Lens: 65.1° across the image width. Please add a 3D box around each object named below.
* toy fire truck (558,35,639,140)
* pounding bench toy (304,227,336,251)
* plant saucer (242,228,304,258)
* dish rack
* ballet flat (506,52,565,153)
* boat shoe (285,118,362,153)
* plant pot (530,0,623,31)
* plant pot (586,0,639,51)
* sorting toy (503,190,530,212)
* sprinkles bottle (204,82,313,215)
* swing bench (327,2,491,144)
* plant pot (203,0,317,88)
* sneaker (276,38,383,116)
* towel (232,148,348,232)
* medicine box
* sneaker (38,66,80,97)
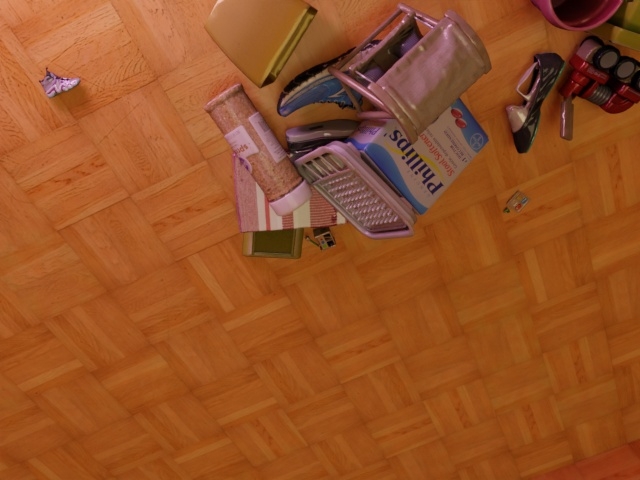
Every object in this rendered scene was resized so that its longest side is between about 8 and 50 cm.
[{"bbox_3d":[0.769,-0.403,1.405,0.217,0.158,0.246,19,126,-17],"label":"toy fire truck"},{"bbox_3d":[0.000,0.000,1.573,0.083,0.052,0.065,-22,119,5],"label":"pounding bench toy"},{"bbox_3d":[-0.143,-0.018,1.550,0.189,0.045,0.188,3,118,-9],"label":"plant saucer"},{"bbox_3d":[0.099,-0.136,1.351,0.333,0.286,0.072,43,72,-15],"label":"dish rack"},{"bbox_3d":[0.585,-0.390,1.417,0.096,0.095,0.280,15,106,-4],"label":"ballet flat"},{"bbox_3d":[0.014,-0.289,1.409,0.220,0.077,0.070,-7,128,-1],"label":"boat shoe"},{"bbox_3d":[0.609,-0.629,1.230,0.202,0.180,0.201,-3,119,-6],"label":"plant pot"},{"bbox_3d":[0.813,-0.592,1.256,0.229,0.227,0.207,11,123,-15],"label":"plant pot"},{"bbox_3d":[0.628,-0.113,1.611,0.062,0.012,0.083,31,111,-21],"label":"sorting toy"},{"bbox_3d":[-0.162,-0.239,1.350,0.121,0.121,0.355,-31,107,10],"label":"sprinkles bottle"},{"bbox_3d":[0.203,-0.395,1.165,0.253,0.255,0.165,-44,130,-4],"label":"swing bench"},{"bbox_3d":[-0.148,-0.515,1.197,0.187,0.212,0.212,34,110,-9],"label":"plant pot"},{"bbox_3d":[0.041,-0.395,1.320,0.330,0.129,0.147,-23,116,6],"label":"sneaker"},{"bbox_3d":[-0.083,-0.149,1.467,0.330,0.037,0.236,-4,105,-7],"label":"towel"},{"bbox_3d":[0.258,-0.264,1.359,0.263,0.149,0.289,43,85,-25],"label":"medicine box"},{"bbox_3d":[-0.668,-0.410,1.274,0.098,0.038,0.069,-22,120,5],"label":"sneaker"}]
